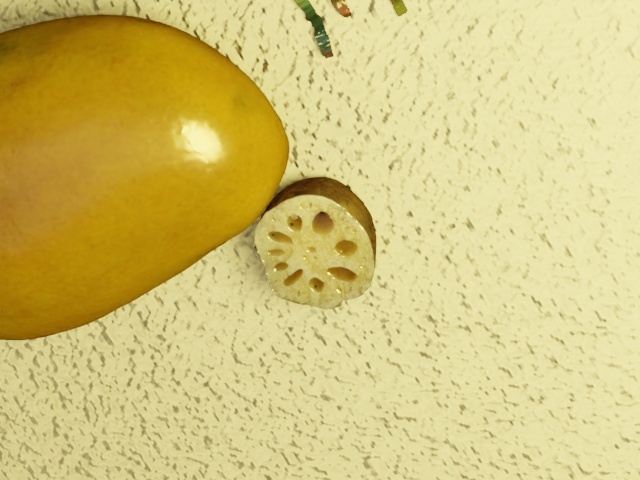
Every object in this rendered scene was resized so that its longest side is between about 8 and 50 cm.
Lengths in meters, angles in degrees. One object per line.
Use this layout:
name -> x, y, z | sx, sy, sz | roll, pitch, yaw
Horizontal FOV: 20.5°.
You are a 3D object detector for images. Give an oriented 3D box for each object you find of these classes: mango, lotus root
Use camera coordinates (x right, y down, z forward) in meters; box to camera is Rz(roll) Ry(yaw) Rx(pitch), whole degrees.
mango -> -0.248, -0.064, 1.730 | 0.445, 0.232, 0.300 | -14, 101, 19
lotus root -> 0.003, -0.001, 1.743 | 0.112, 0.081, 0.122 | -10, 107, 22

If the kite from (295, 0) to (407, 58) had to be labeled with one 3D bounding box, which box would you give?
kite -> -0.021, -0.331, 1.648 | 0.169, 0.015, 0.310 | -29, 99, 27
